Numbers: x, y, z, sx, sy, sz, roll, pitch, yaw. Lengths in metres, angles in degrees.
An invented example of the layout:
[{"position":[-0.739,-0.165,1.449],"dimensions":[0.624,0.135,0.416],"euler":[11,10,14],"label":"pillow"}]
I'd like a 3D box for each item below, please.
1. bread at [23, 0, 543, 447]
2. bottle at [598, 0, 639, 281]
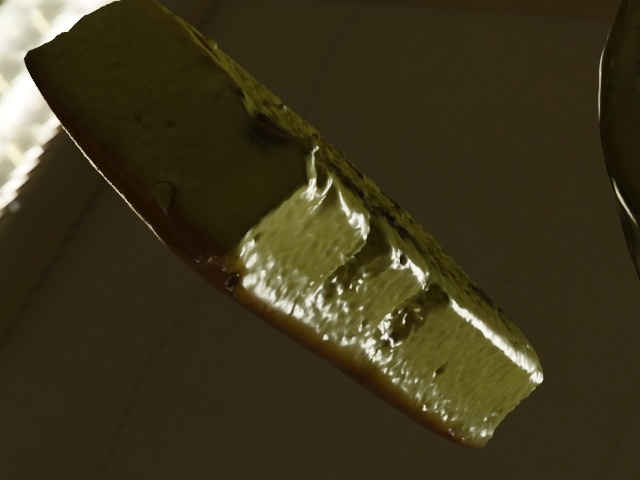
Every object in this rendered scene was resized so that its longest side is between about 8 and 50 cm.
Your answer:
[{"position":[0.000,0.000,0.928],"dimensions":[0.077,0.361,0.138],"euler":[-44,-119,4],"label":"bread"},{"position":[0.182,0.079,0.480],"dimensions":[0.171,0.351,0.171],"euler":[-11,-139,10],"label":"bottle"}]
